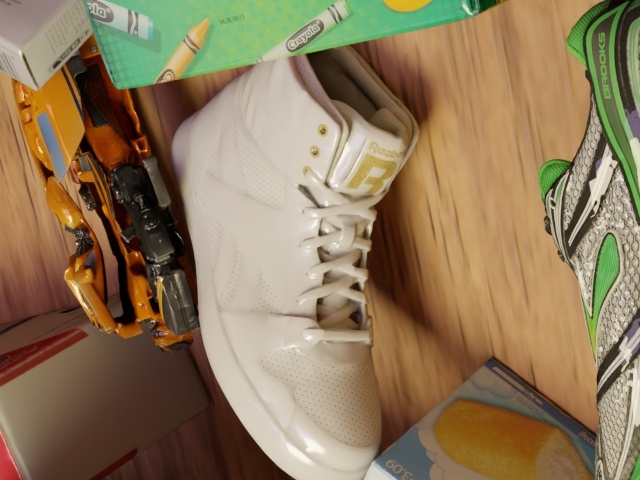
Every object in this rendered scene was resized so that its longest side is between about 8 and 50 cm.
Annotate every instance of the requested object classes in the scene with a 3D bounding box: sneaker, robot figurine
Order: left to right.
[{"bbox_3d":[-0.166,-0.051,1.191,0.211,0.085,0.291,176,74,-77],"label":"robot figurine"},{"bbox_3d":[0.000,0.000,1.066,0.169,0.108,0.292,-42,59,41],"label":"sneaker"},{"bbox_3d":[0.202,0.017,0.967,0.146,0.134,0.343,18,114,38],"label":"sneaker"}]

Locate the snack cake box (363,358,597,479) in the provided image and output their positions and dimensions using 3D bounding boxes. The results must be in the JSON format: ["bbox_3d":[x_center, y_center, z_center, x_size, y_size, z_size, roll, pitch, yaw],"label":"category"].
[{"bbox_3d":[0.160,0.214,1.069,0.264,0.152,0.089,37,131,17],"label":"snack cake box"}]

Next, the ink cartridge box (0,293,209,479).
[{"bbox_3d":[-0.259,0.142,1.333,0.273,0.197,0.114,-16,100,42],"label":"ink cartridge box"}]

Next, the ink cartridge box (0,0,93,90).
[{"bbox_3d":[-0.202,-0.227,1.107,0.223,0.224,0.045,29,156,25],"label":"ink cartridge box"}]

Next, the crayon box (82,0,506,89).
[{"bbox_3d":[0.012,-0.168,0.978,0.278,0.165,0.081,-6,109,40],"label":"crayon box"}]
